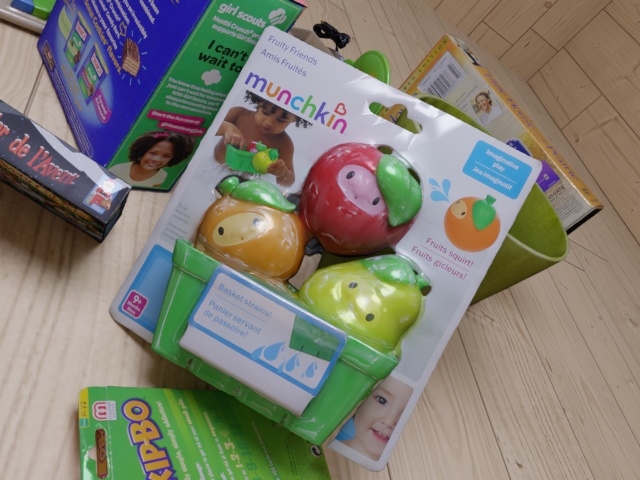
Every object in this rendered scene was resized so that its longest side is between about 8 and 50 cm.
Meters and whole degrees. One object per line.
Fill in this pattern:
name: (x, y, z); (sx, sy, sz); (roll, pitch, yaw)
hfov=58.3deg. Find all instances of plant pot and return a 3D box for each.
plant pot: (-0.043, -0.376, 1.213); (0.109, 0.096, 0.109); (54, 33, 13)
plant pot: (0.129, -0.001, 0.799); (0.275, 0.293, 0.275); (29, 36, -24)

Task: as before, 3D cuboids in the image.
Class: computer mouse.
computer mouse: (0.030, -0.394, 1.286); (0.042, 0.193, 0.106); (-39, 59, -17)

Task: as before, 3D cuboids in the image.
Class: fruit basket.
fruit basket: (0.000, 0.000, 0.573); (0.327, 0.353, 0.165); (29, 3, 5)

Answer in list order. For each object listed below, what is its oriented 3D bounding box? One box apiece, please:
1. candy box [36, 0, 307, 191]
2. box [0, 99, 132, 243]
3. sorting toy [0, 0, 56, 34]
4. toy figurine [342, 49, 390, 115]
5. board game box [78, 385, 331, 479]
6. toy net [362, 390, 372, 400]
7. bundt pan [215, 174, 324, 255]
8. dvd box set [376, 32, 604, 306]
candy box: (-0.203, -0.263, 0.702); (0.122, 0.317, 0.268); (-2, 55, -49)
box: (-0.300, -0.086, 0.553); (0.233, 0.159, 0.044); (35, 73, -14)
sorting toy: (-0.452, -0.382, 0.820); (0.193, 0.038, 0.208); (14, 43, -39)
toy figurine: (-0.002, -0.263, 0.910); (0.159, 0.130, 0.173); (8, 25, -31)
board game box: (-0.104, 0.205, 0.551); (0.259, 0.039, 0.124); (17, 41, -40)
toy net: (-0.030, 0.118, 0.727); (0.232, 0.045, 0.122); (33, 36, -14)
bundt pan: (-0.028, -0.140, 0.941); (0.331, 0.124, 0.331); (28, 37, -24)
dvd box set: (0.265, -0.128, 1.081); (0.062, 0.307, 0.420); (-7, 58, -47)
